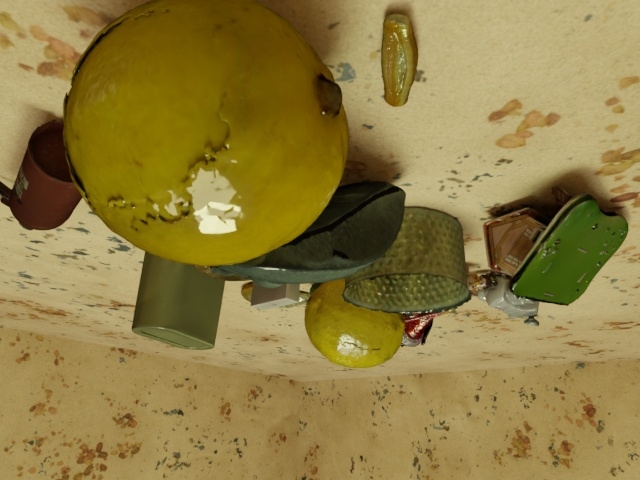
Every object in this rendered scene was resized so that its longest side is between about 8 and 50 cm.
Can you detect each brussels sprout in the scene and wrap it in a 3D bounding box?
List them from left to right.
[{"bbox_3d":[0.002,0.153,1.363,0.050,0.046,0.083,-13,161,24],"label":"brussels sprout"}]

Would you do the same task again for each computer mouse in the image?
[{"bbox_3d":[0.002,0.003,0.705,0.203,0.114,0.373,4,-157,43],"label":"computer mouse"}]

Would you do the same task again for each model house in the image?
[{"bbox_3d":[0.434,-0.004,0.882,0.293,0.154,0.207,14,112,-41],"label":"model house"}]

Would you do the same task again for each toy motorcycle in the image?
[{"bbox_3d":[0.514,0.156,1.241,0.170,0.110,0.260,11,168,24],"label":"toy motorcycle"}]

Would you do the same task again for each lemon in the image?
[{"bbox_3d":[-0.119,-0.112,0.495,0.296,0.298,0.297,3,156,1],"label":"lemon"},{"bbox_3d":[0.092,0.221,1.247,0.260,0.261,0.283,-18,154,39],"label":"lemon"}]

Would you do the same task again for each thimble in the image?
[{"bbox_3d":[0.183,0.055,0.982,0.270,0.150,0.271,3,156,1],"label":"thimble"}]

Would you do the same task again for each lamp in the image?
[{"bbox_3d":[0.327,0.128,1.168,0.253,0.119,0.118,-17,151,16],"label":"lamp"}]

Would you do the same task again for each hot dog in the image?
[{"bbox_3d":[0.096,-0.212,0.548,0.044,0.028,0.137,24,159,20],"label":"hot dog"}]

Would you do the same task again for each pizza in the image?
[{"bbox_3d":[-0.130,0.186,1.456,0.261,0.034,0.181,13,153,-22],"label":"pizza"}]

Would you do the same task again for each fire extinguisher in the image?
[{"bbox_3d":[-0.495,-0.100,0.797,0.147,0.107,0.336,44,139,-20],"label":"fire extinguisher"}]

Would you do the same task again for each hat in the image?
[{"bbox_3d":[0.331,0.255,1.497,0.140,0.129,0.227,-30,165,-47],"label":"hat"}]

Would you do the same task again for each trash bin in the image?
[{"bbox_3d":[-0.313,0.107,1.045,0.121,0.248,0.243,-8,152,20],"label":"trash bin"}]

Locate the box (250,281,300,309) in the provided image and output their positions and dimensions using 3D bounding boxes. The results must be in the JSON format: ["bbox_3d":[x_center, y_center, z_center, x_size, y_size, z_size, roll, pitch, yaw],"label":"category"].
[{"bbox_3d":[-0.109,0.098,1.139,0.129,0.130,0.051,-18,150,39],"label":"box"}]

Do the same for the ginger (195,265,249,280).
[{"bbox_3d":[-0.140,0.027,0.993,0.269,0.123,0.219,2,157,0],"label":"ginger"}]
